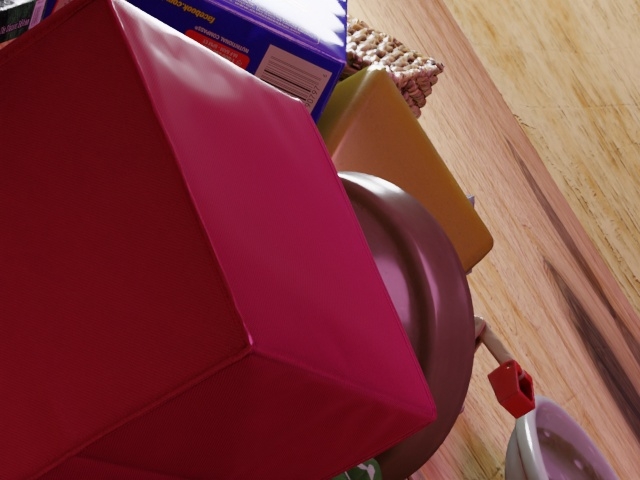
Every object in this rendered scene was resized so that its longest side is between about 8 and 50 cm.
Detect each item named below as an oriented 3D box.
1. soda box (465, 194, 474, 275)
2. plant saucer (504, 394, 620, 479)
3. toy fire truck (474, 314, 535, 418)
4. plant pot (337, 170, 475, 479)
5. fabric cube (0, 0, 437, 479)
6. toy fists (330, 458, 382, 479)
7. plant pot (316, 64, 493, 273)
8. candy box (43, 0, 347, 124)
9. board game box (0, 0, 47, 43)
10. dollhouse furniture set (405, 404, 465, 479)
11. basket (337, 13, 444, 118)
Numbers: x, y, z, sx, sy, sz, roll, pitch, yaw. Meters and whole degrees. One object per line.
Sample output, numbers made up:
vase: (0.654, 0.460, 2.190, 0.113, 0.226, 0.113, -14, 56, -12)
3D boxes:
soda box: (0.111, 0.001, 2.238, 0.286, 0.091, 0.098, -20, 113, -76)
plant saucer: (0.298, 0.370, 2.214, 0.400, 0.100, 0.400, 53, 17, -24)
toy fire truck: (0.142, 0.123, 2.111, 0.047, 0.135, 0.192, 41, 24, -49)
plant pot: (-0.055, 0.071, 1.476, 0.229, 0.263, 0.263, 3, 56, -49)
fabric cube: (-0.125, 0.042, 1.223, 0.258, 0.259, 0.254, 23, 40, -61)
toy fists: (0.008, 0.247, 1.395, 0.279, 0.096, 0.142, 86, -8, -50)
plant pot: (0.000, 0.000, 1.810, 0.212, 0.212, 0.187, 57, 30, -11)
candy box: (-0.112, -0.229, 1.807, 0.268, 0.122, 0.317, 25, 26, -10)
board game box: (-0.304, -0.169, 1.170, 0.259, 0.030, 0.136, 19, 13, 5)
dollhouse furniture set: (0.103, 0.166, 1.977, 0.182, 0.101, 0.161, 60, 16, 0)
basket: (-0.022, -0.136, 2.153, 0.213, 0.223, 0.299, 28, 14, 8)
